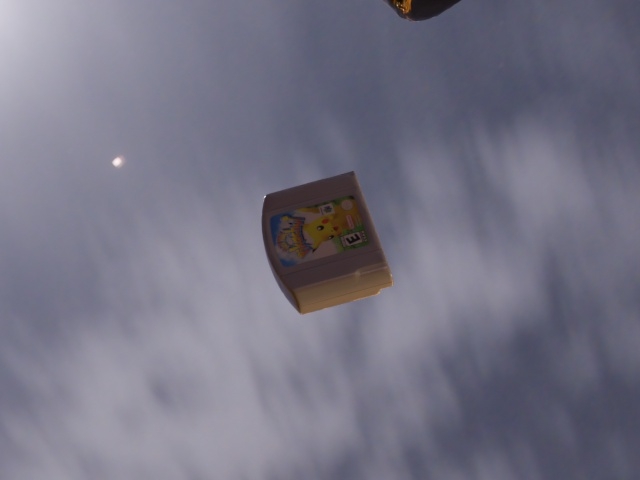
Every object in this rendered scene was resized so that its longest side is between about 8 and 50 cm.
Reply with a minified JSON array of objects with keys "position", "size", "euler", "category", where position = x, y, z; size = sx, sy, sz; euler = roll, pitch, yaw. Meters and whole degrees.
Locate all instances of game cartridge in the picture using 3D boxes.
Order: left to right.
[{"position":[0.000,0.000,0.733],"size":[0.056,0.083,0.017],"euler":[-18,-48,0],"category":"game cartridge"}]

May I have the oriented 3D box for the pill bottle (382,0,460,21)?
[{"position":[0.032,-0.277,1.131],"size":[0.219,0.123,0.123],"euler":[45,-42,19],"category":"pill bottle"}]
